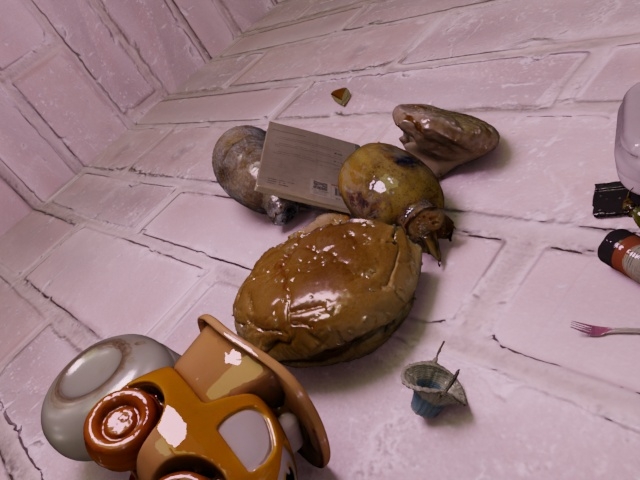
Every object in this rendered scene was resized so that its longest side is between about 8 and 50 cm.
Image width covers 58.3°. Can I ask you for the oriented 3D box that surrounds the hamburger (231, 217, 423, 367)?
[{"bbox_3d":[-0.005,0.093,0.834,0.308,0.133,0.211,-14,34,27],"label":"hamburger"}]

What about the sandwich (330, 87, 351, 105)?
[{"bbox_3d":[0.058,-0.382,1.510,0.044,0.031,0.083,-40,34,-1],"label":"sandwich"}]

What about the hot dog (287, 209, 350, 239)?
[{"bbox_3d":[-0.001,0.000,1.019,0.078,0.061,0.169,34,45,24],"label":"hot dog"}]

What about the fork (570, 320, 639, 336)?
[{"bbox_3d":[0.337,0.098,0.629,0.115,0.012,0.016,-2,47,34],"label":"fork"}]

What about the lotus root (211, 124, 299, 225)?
[{"bbox_3d":[-0.137,-0.153,1.252,0.175,0.175,0.349,-37,38,-5],"label":"lotus root"}]

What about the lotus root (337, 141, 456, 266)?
[{"bbox_3d":[0.123,-0.069,0.928,0.154,0.154,0.278,-33,38,2],"label":"lotus root"}]

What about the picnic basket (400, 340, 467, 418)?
[{"bbox_3d":[0.134,0.163,0.664,0.065,0.083,0.083,-84,11,-68],"label":"picnic basket"}]

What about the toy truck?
[{"bbox_3d":[-0.122,0.241,0.643,0.211,0.204,0.288,-35,50,-25],"label":"toy truck"}]

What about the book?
[{"bbox_3d":[-0.016,-0.148,1.134,0.214,0.025,0.283,14,33,-6],"label":"book"}]

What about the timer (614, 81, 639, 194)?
[{"bbox_3d":[0.502,-0.152,0.718,0.236,0.087,0.262,-7,33,34],"label":"timer"}]

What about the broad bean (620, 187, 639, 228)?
[{"bbox_3d":[0.449,-0.013,0.623,0.226,0.039,0.069,12,89,33],"label":"broad bean"}]

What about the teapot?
[{"bbox_3d":[-0.298,0.275,0.838,0.219,0.149,0.318,-22,32,6],"label":"teapot"}]

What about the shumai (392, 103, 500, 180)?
[{"bbox_3d":[0.205,-0.169,1.009,0.201,0.120,0.201,13,22,-5],"label":"shumai"}]

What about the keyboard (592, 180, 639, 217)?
[{"bbox_3d":[0.452,-0.059,0.730,0.195,0.018,0.060,-4,49,39],"label":"keyboard"}]

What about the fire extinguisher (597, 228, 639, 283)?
[{"bbox_3d":[0.382,0.046,0.621,0.177,0.050,0.062,-125,49,-59],"label":"fire extinguisher"}]
